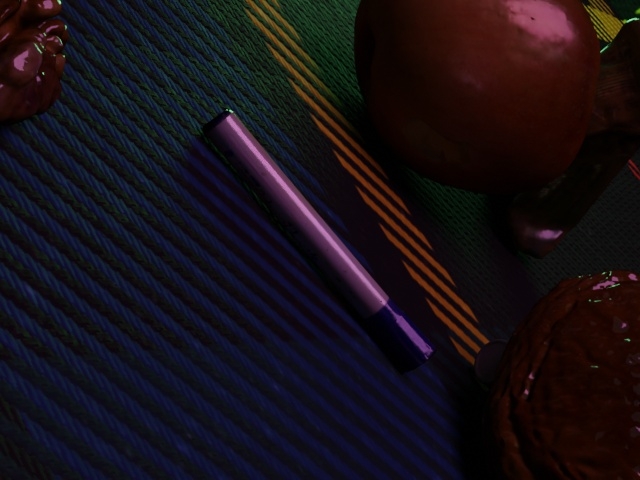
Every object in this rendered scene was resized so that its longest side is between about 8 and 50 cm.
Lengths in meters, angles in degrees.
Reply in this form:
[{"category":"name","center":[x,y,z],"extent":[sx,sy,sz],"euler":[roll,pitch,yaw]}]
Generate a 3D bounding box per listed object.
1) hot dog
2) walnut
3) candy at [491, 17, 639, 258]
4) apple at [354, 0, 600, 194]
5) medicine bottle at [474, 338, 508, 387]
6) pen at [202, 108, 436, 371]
[{"category":"hot dog","center":[0.262,0.193,1.658],"extent":[0.267,0.174,0.387],"euler":[47,27,-29]},{"category":"walnut","center":[-0.220,-0.145,1.303],"extent":[0.143,0.069,0.170],"euler":[44,19,-19]},{"category":"candy","center":[0.274,-0.101,2.055],"extent":[0.101,0.271,0.143],"euler":[13,44,-31]},{"category":"apple","center":[0.148,-0.169,1.955],"extent":[0.241,0.242,0.242],"euler":[10,36,-15]},{"category":"medicine bottle","center":[0.181,0.126,1.767],"extent":[0.089,0.052,0.052],"euler":[35,27,-42]},{"category":"pen","center":[0.000,0.000,1.601],"extent":[0.269,0.033,0.033],"euler":[50,20,-10]}]
